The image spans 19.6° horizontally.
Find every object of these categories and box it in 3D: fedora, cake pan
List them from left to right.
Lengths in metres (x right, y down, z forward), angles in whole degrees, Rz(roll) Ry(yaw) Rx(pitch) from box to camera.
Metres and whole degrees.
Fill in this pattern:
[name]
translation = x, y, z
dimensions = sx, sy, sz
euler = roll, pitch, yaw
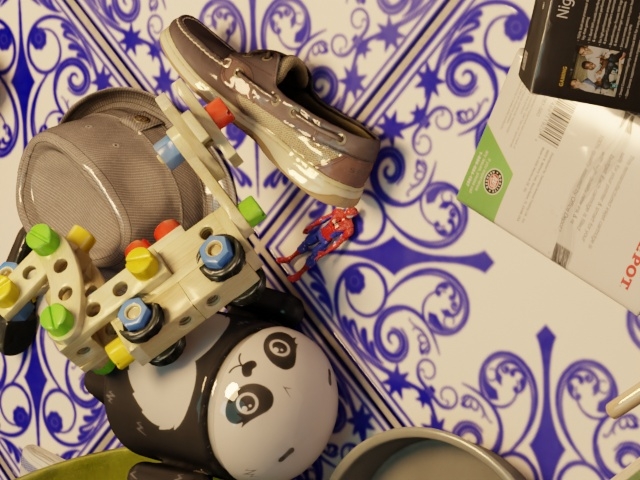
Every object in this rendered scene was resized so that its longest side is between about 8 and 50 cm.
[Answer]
[fedora]
translation = -0.235, -0.040, 2.039
dimensions = 0.275, 0.124, 0.244
euler = 41, 119, 26
[cake pan]
translation = 0.122, 0.326, 1.857
dimensions = 0.293, 0.054, 0.293
euler = 6, 99, 37

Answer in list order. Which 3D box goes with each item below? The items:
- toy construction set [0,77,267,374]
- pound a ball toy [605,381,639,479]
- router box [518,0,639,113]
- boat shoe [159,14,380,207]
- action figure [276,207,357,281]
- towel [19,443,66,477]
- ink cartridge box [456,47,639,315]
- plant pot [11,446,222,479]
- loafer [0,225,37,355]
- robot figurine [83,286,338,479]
[toy construction set]
translation = -0.179, 0.005, 1.875
dimensions = 0.328, 0.151, 0.215
euler = -46, 53, 12
[pound a ball toy]
translation = 0.339, 0.217, 1.649
dimensions = 0.319, 0.135, 0.208
euler = -45, 44, 33
[router box]
translation = 0.317, -0.252, 1.529
dimensions = 0.243, 0.081, 0.309
euler = 11, 106, -5
[boat shoe]
translation = -0.047, -0.150, 1.900
dimensions = 0.285, 0.103, 0.092
euler = 44, 111, 24
[action figure]
translation = 0.000, 0.000, 1.925
dimensions = 0.115, 0.030, 0.038
euler = -42, 66, 32
[towel]
translation = -0.302, 0.403, 2.208
dimensions = 0.209, 0.034, 0.285
euler = 23, 110, 34
[ink cartridge box]
translation = 0.254, -0.057, 1.679
dimensions = 0.219, 0.092, 0.160
euler = 35, 116, 29
[plant pot]
translation = -0.185, 0.446, 1.954
dimensions = 0.366, 0.366, 0.353
euler = 2, 109, 37
[loafer]
translation = -0.363, 0.051, 2.192
dimensions = 0.061, 0.062, 0.170
euler = 34, 114, 35
[robot figurine]
translation = -0.115, 0.157, 1.940
dimensions = 0.278, 0.173, 0.209
euler = 10, 104, 37
